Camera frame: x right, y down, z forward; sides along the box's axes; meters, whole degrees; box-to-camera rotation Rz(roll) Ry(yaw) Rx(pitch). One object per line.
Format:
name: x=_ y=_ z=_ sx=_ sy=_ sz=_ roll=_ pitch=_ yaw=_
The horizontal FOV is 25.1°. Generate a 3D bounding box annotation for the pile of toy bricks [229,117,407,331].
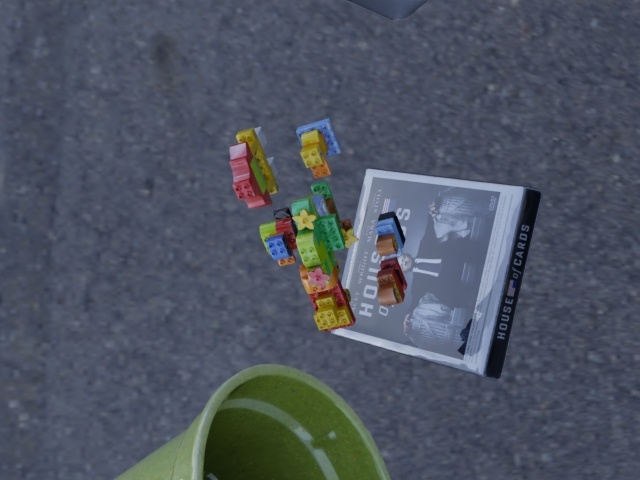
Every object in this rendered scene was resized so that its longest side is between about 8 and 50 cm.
pile of toy bricks: x=0.000 y=0.000 z=1.262 sx=0.118 sy=0.105 sz=0.212 roll=-14 pitch=115 yaw=19

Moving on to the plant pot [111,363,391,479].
plant pot: x=-0.103 y=0.292 z=1.400 sx=0.254 sy=0.276 sz=0.276 roll=-28 pitch=71 yaw=35

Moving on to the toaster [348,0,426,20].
toaster: x=0.051 y=-0.274 z=0.988 sx=0.168 sy=0.110 sz=0.186 roll=-38 pitch=65 yaw=29

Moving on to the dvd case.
dvd case: x=0.106 y=0.026 z=1.402 sx=0.238 sy=0.029 sz=0.179 roll=11 pitch=88 yaw=53
